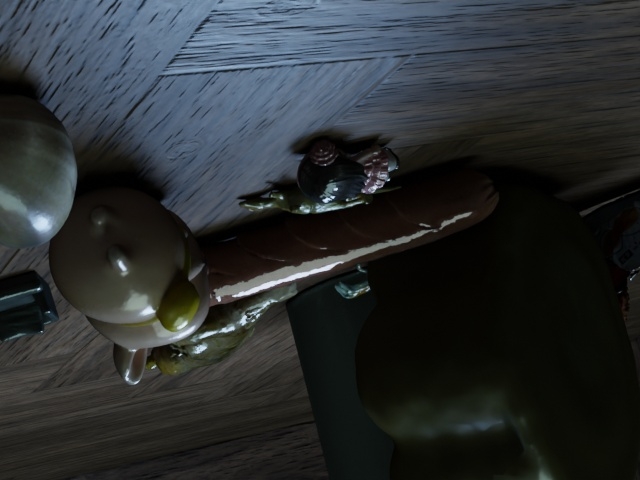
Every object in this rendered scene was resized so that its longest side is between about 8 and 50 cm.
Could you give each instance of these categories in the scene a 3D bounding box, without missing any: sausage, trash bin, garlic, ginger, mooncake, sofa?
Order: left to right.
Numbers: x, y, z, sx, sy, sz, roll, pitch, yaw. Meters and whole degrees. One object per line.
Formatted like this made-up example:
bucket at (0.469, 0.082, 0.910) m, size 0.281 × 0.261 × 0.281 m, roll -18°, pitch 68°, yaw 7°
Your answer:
garlic at (-0.270, -0.043, 1.125) m, size 0.128 × 0.148 × 0.266 m, roll -51°, pitch 178°, yaw -27°
sofa at (-0.378, 0.089, 1.601) m, size 0.147 × 0.060 × 0.085 m, roll -16°, pitch 167°, yaw -4°
ginger at (-0.156, 0.134, 2.030) m, size 0.166 × 0.080 × 0.333 m, roll -23°, pitch 175°, yaw -30°
sausage at (0.000, 0.002, 1.665) m, size 0.433 × 0.088 × 0.088 m, roll -16°, pitch 167°, yaw 1°
trash bin at (0.123, 0.267, 2.152) m, size 0.280 × 0.432 × 0.280 m, roll -16°, pitch 166°, yaw -4°
mooncake at (0.231, 0.158, 1.831) m, size 0.262 × 0.467 × 0.467 m, roll -13°, pitch 171°, yaw 29°

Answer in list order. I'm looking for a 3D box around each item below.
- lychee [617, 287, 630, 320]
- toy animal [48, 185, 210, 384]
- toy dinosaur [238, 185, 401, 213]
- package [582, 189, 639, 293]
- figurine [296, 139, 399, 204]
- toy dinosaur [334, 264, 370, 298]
lychee at (0.352, 0.113, 2.275) m, size 0.271 × 0.271 × 0.271 m, roll -16°, pitch 167°, yaw -4°
toy animal at (-0.185, 0.030, 1.391) m, size 0.149 × 0.165 × 0.248 m, roll -10°, pitch 160°, yaw -5°
toy dinosaur at (0.000, -0.048, 1.570) m, size 0.126 × 0.039 × 0.162 m, roll -12°, pitch 173°, yaw 29°
package at (0.430, 0.009, 2.085) m, size 0.269 × 0.071 × 0.194 m, roll -32°, pitch -154°, yaw 12°
figurine at (0.032, -0.073, 1.456) m, size 0.129 × 0.054 × 0.072 m, roll -7°, pitch 144°, yaw -43°
toy dinosaur at (0.121, 0.066, 2.046) m, size 0.187 × 0.106 × 0.044 m, roll 17°, pitch -163°, yaw -20°
